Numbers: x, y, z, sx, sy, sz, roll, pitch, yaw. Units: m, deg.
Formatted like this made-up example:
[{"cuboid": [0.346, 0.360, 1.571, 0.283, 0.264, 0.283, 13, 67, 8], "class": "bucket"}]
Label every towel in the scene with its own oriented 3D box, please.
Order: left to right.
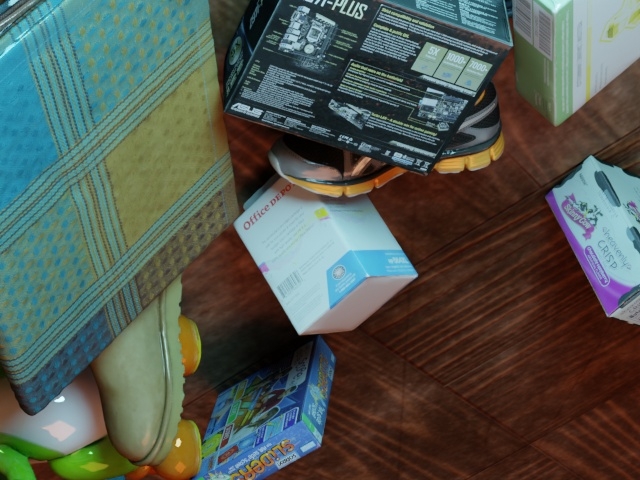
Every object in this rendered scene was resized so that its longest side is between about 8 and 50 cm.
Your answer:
[{"cuboid": [-0.172, -0.057, 1.128, 0.271, 0.040, 0.370, -45, 152, -27], "class": "towel"}]

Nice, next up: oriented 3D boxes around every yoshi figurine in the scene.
[{"cuboid": [-0.280, 0.144, 1.363, 0.362, 0.203, 0.203, 2, 124, -26], "class": "yoshi figurine"}]

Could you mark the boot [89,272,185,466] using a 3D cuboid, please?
[{"cuboid": [-0.253, 0.077, 1.271, 0.270, 0.236, 0.089, 4, 173, -34], "class": "boot"}]

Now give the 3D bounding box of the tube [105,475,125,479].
[{"cuboid": [-0.217, 0.332, 1.613, 0.052, 0.207, 0.080, 8, 135, -36], "class": "tube"}]

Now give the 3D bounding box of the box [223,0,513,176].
[{"cuboid": [0.033, -0.148, 1.160, 0.180, 0.077, 0.147, 16, 132, -17], "class": "box"}]

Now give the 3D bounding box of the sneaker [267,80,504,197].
[{"cuboid": [0.057, -0.099, 1.293, 0.215, 0.084, 0.083, -13, 131, -16], "class": "sneaker"}]

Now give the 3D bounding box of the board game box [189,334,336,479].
[{"cuboid": [-0.055, 0.180, 1.518, 0.136, 0.201, 0.035, -31, 104, 16], "class": "board game box"}]

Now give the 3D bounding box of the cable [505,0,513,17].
[{"cuboid": [0.167, -0.236, 1.179, 0.185, 0.047, 0.150, 7, 138, -32], "class": "cable"}]

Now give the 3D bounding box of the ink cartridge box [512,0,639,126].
[{"cuboid": [0.247, -0.215, 1.153, 0.235, 0.056, 0.171, -39, 155, -10], "class": "ink cartridge box"}]

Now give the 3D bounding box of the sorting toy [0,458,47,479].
[{"cuboid": [-0.390, 0.268, 1.530, 0.208, 0.038, 0.193, -28, 168, 13], "class": "sorting toy"}]

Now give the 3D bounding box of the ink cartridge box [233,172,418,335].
[{"cuboid": [0.000, 0.000, 1.345, 0.092, 0.143, 0.090, -41, 158, 27], "class": "ink cartridge box"}]

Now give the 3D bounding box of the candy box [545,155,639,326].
[{"cuboid": [0.351, 0.019, 1.521, 0.233, 0.159, 0.071, 18, 129, -41], "class": "candy box"}]
